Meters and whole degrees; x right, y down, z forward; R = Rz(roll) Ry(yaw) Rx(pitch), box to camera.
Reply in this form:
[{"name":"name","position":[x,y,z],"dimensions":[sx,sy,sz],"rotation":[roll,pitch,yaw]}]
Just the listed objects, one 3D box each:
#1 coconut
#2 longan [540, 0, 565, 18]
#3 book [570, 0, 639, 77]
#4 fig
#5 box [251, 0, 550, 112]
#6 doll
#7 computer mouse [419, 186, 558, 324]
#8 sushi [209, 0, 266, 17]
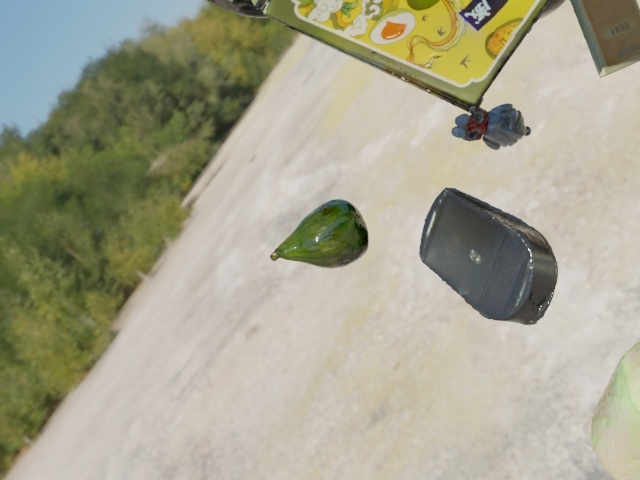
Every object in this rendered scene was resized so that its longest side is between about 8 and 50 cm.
[{"name":"coconut","position":[0.433,0.218,1.271],"dimensions":[0.236,0.205,0.235],"rotation":[6,-90,-90]},{"name":"longan","position":[0.403,-0.615,2.282],"dimensions":[0.319,0.319,0.319],"rotation":[-50,9,11]},{"name":"book","position":[0.508,-0.425,1.908],"dimensions":[0.170,0.241,0.018],"rotation":[-26,5,-36]},{"name":"fig","position":[0.000,0.000,1.837],"dimensions":[0.177,0.117,0.117],"rotation":[-20,-6,-25]},{"name":"box","position":[0.154,-0.440,1.605],"dimensions":[0.373,0.420,0.138],"rotation":[-57,29,25]},{"name":"doll","position":[0.324,-0.215,2.009],"dimensions":[0.079,0.180,0.094],"rotation":[39,122,51]},{"name":"computer mouse","position":[0.298,0.027,1.859],"dimensions":[0.087,0.295,0.168],"rotation":[-6,-57,-41]},{"name":"sushi","position":[-0.097,-0.586,1.875],"dimensions":[0.294,0.281,0.299],"rotation":[115,158,-69]}]
